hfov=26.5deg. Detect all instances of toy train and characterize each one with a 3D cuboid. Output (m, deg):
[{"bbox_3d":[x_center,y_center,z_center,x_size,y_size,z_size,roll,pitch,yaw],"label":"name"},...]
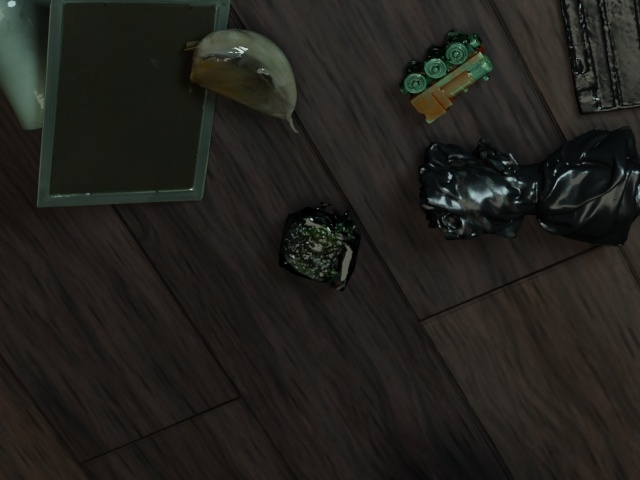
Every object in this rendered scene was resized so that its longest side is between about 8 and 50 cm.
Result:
[{"bbox_3d":[0.135,-0.176,1.442,0.103,0.044,0.064,-35,110,25],"label":"toy train"}]

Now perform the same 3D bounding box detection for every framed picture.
[{"bbox_3d":[-0.205,-0.153,1.473,0.197,0.014,0.252,-3,120,-25],"label":"framed picture"}]

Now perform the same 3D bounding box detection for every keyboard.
[{"bbox_3d":[0.288,-0.249,1.395,0.087,0.017,0.250,-9,114,14],"label":"keyboard"}]

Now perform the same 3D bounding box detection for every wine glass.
[{"bbox_3d":[-0.332,-0.236,1.454,0.103,0.103,0.231,-18,116,17],"label":"wine glass"}]

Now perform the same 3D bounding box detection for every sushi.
[{"bbox_3d":[0.000,0.000,1.547,0.083,0.056,0.084,15,119,10],"label":"sushi"}]

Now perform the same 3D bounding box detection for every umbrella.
[{"bbox_3d":[0.241,-0.054,1.453,0.272,0.110,0.122,-3,81,9],"label":"umbrella"}]

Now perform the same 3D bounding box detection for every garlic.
[{"bbox_3d":[-0.073,-0.184,1.462,0.152,0.066,0.084,21,141,-15],"label":"garlic"}]
